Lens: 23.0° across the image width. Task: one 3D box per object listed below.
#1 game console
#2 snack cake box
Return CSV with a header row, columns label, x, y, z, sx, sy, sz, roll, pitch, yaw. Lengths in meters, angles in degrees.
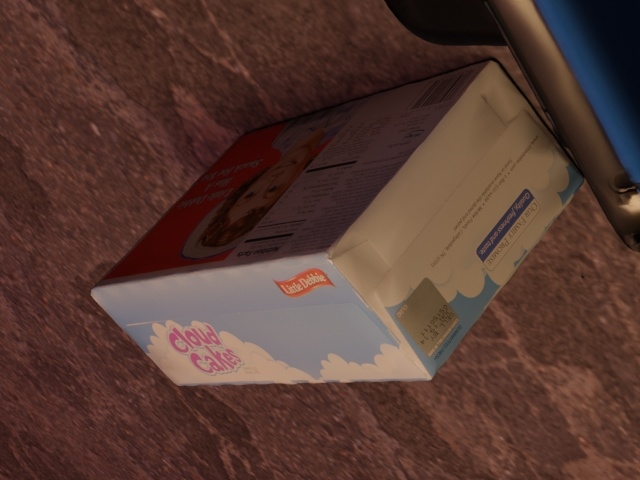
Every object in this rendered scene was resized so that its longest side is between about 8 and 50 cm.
label,x,y,z,sx,sy,sz,roll,pitch,yaw
game console,0.020,-0.153,0.621,0.173,0.250,0.293,-18,122,29
snack cake box,0.000,0.000,0.885,0.089,0.152,0.264,50,152,-19
